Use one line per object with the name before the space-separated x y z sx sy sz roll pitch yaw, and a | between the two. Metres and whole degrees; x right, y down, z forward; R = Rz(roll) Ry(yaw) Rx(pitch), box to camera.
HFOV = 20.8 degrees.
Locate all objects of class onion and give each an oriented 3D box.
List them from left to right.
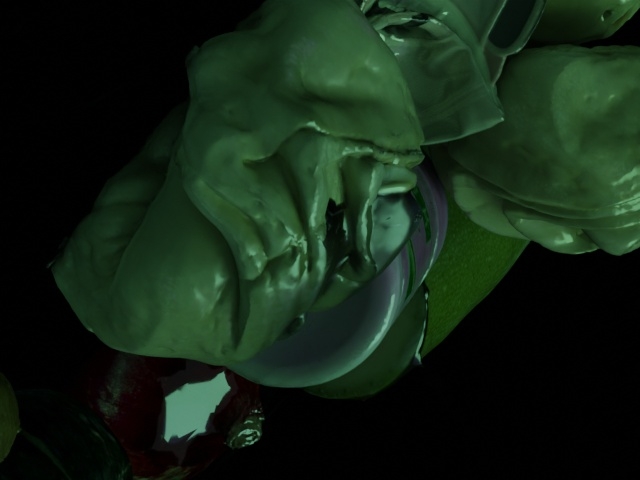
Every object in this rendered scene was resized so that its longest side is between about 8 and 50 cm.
onion | -0.130 0.145 1.774 0.272 0.195 0.272 -50 160 -25

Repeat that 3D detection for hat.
hat | 0.079 -0.213 1.591 0.164 0.219 0.226 -6 -111 49

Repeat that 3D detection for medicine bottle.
medicine bottle | 0.000 0.000 1.667 0.212 0.212 0.325 -52 176 17

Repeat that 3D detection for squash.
squash | -0.273 0.244 1.486 0.252 0.165 0.252 -47 171 -10
squash | 0.081 -0.001 2.062 0.263 0.263 0.384 -54 172 31

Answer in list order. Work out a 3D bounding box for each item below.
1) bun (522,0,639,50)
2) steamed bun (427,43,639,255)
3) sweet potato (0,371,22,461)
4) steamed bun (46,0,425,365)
bun | 0.258 -0.311 1.773 0.364 0.202 0.364 -47 173 -7
steamed bun | 0.246 -0.084 1.764 0.276 0.203 0.289 -1 178 -27
sweet potato | -0.271 0.136 1.228 0.124 0.098 0.310 -26 168 -15
steamed bun | -0.040 -0.032 1.363 0.320 0.206 0.275 -50 176 29
